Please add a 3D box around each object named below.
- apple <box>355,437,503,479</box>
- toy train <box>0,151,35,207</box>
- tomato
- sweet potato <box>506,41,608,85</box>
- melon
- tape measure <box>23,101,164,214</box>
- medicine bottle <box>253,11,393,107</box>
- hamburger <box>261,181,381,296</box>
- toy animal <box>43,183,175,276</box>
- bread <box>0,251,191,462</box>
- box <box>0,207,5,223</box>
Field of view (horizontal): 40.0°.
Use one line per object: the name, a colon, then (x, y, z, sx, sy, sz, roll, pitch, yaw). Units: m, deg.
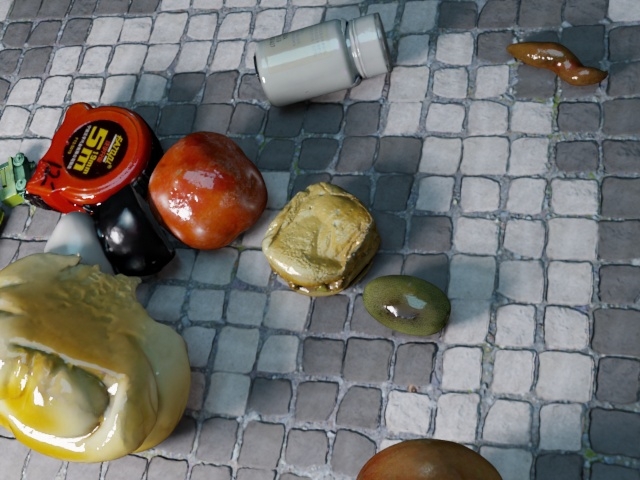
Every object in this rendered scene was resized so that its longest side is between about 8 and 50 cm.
apple: (0.165, 0.418, 1.285, 0.253, 0.253, 0.253, -7, 63, 14)
toy train: (-0.661, -0.132, 1.915, 0.081, 0.050, 0.122, -26, 61, 12)
tomato: (-0.224, -0.097, 1.681, 0.232, 0.188, 0.232, -8, 61, 16)
sweet potato: (0.447, -0.344, 1.671, 0.202, 0.058, 0.055, 31, 56, 28)
melon: (0.147, 0.110, 1.517, 0.162, 0.099, 0.099, 16, 70, 27)
tape measure: (-0.456, -0.156, 1.826, 0.260, 0.114, 0.253, 14, 69, 19)
medicine bottle: (0.008, -0.365, 1.766, 0.258, 0.143, 0.143, -13, 62, 12)
hamburger: (-0.001, -0.001, 1.610, 0.213, 0.108, 0.214, -7, 65, 14)
toy animal: (-0.412, 0.017, 1.682, 0.235, 0.187, 0.165, -27, 51, 1)
bread: (-0.433, 0.202, 1.514, 0.424, 0.245, 0.329, 29, 95, 12)
box: (-0.783, 0.073, 1.821, 0.134, 0.097, 0.345, 8, 67, 20)
